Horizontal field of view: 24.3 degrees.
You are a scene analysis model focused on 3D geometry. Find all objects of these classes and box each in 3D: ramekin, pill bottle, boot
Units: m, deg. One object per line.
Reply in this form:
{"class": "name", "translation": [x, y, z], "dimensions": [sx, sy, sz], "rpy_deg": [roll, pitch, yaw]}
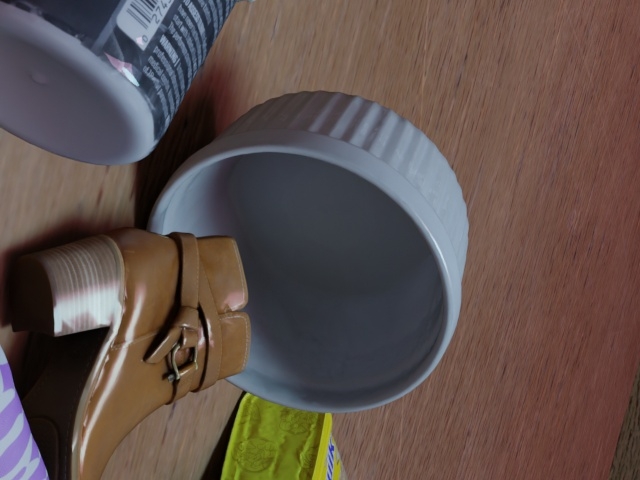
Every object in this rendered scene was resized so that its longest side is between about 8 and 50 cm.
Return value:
{"class": "ramekin", "translation": [0.000, 0.000, 0.973], "dimensions": [0.109, 0.207, 0.207], "rpy_deg": [-61, 156, -51]}
{"class": "pill bottle", "translation": [-0.087, -0.169, 0.741], "dimensions": [0.246, 0.130, 0.130], "rpy_deg": [-65, 156, -24]}
{"class": "boot", "translation": [-0.108, 0.090, 0.882], "dimensions": [0.152, 0.073, 0.197], "rpy_deg": [-8, 109, -46]}

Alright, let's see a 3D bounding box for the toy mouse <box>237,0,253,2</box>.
{"class": "toy mouse", "translation": [-0.077, -0.140, 0.860], "dimensions": [0.161, 0.031, 0.143], "rpy_deg": [-44, -157, 41]}

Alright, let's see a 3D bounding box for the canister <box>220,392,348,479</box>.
{"class": "canister", "translation": [-0.023, 0.206, 1.199], "dimensions": [0.170, 0.073, 0.126], "rpy_deg": [73, 25, -56]}

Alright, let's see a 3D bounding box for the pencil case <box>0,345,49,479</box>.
{"class": "pencil case", "translation": [-0.186, 0.098, 0.746], "dimensions": [0.088, 0.086, 0.206], "rpy_deg": [-102, -175, -46]}
